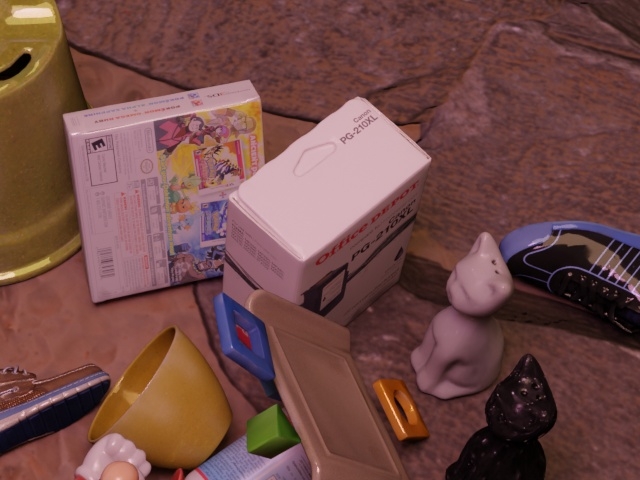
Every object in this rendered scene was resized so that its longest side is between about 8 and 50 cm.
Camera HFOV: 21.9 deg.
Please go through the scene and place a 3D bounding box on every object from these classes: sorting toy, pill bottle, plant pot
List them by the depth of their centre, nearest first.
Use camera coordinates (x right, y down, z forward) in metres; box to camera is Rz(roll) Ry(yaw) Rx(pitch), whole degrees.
[{"bbox_3d":[0.002,0.154,1.474,0.047,0.348,0.196,-32,60,19],"label":"sorting toy"},{"bbox_3d":[-0.069,0.230,1.518,0.160,0.087,0.087,-34,68,-12],"label":"pill bottle"},{"bbox_3d":[-0.140,0.160,1.546,0.095,0.134,0.134,38,59,-13],"label":"plant pot"},{"bbox_3d":[-0.338,-0.133,1.615,0.276,0.254,0.276,3,59,-5],"label":"plant pot"}]

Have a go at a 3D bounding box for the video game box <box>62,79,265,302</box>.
[{"bbox_3d":[-0.146,-0.047,1.614,0.187,0.205,0.048,-10,38,-11],"label":"video game box"}]

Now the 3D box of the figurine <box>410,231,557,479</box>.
[{"bbox_3d":[0.159,0.123,1.539,0.092,0.209,0.215,-9,60,-12],"label":"figurine"}]

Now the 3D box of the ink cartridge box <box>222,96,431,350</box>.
[{"bbox_3d":[0.000,0.000,1.580,0.172,0.237,0.100,-39,70,-24],"label":"ink cartridge box"}]

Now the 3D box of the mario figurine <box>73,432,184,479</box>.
[{"bbox_3d":[-0.233,0.224,1.358,0.321,0.170,0.198,2,56,-3],"label":"mario figurine"}]

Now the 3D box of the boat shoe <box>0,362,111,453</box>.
[{"bbox_3d":[-0.289,0.153,1.558,0.183,0.066,0.066,-24,63,-19],"label":"boat shoe"}]

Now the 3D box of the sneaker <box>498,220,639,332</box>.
[{"bbox_3d":[0.297,0.043,1.677,0.232,0.081,0.090,7,52,-3],"label":"sneaker"}]
